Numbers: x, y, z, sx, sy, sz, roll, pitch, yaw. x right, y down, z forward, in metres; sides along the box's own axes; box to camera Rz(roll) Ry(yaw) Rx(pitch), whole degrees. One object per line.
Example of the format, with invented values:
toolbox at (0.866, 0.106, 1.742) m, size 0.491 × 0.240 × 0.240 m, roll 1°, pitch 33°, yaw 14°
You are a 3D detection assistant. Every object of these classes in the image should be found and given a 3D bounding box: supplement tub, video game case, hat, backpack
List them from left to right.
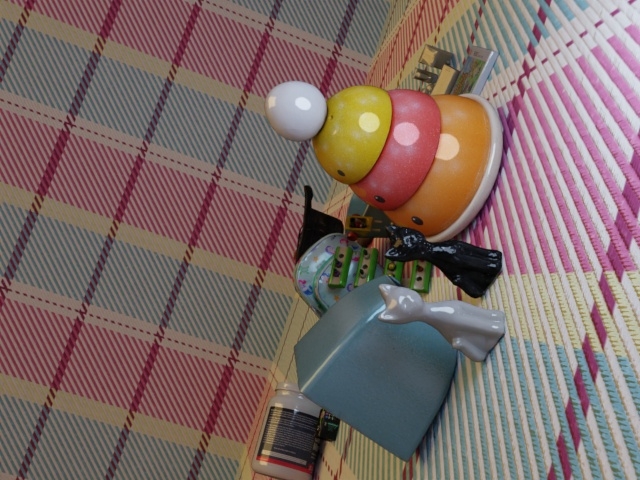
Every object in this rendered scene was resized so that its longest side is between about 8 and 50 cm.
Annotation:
supplement tub at (-0.091, 0.596, 1.812) m, size 0.191 × 0.191 × 0.272 m, roll 126°, pitch 162°, yaw -64°
hat at (0.000, 0.000, 1.751) m, size 0.331 × 0.134 × 0.331 m, roll 6°, pitch -90°, yaw -88°
backpack at (0.055, 0.110, 1.558) m, size 0.225 × 0.253 × 0.191 m, roll -45°, pitch -3°, yaw -10°
video game case at (0.385, -0.401, 1.541) m, size 0.193 × 0.023 × 0.212 m, roll -91°, pitch 21°, yaw -68°

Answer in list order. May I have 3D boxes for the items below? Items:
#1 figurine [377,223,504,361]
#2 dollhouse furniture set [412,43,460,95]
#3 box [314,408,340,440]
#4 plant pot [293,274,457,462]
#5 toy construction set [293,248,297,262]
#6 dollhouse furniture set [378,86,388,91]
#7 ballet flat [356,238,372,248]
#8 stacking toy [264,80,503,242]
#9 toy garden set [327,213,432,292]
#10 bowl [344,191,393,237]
figurine at (0.198, 0.080, 1.004) m, size 0.092 × 0.209 × 0.215 m, roll 118°, pitch 168°, yaw -49°
dollhouse furniture set at (0.379, -0.490, 1.781) m, size 0.151 × 0.123 × 0.144 m, roll 46°, pitch 123°, yaw 42°
box at (0.021, 0.534, 1.701) m, size 0.062 × 0.052 × 0.083 m, roll 127°, pitch 160°, yaw -64°
plant pot at (0.123, 0.215, 1.141) m, size 0.252 × 0.248 × 0.247 m, roll -54°, pitch 9°, yaw 5°
toy construction set at (-0.005, 0.156, 2.077) m, size 0.309 × 0.257 × 0.237 m, roll -150°, pitch 71°, yaw -71°
dollhouse furniture set at (0.220, -0.366, 1.916) m, size 0.262 × 0.135 × 0.259 m, roll 122°, pitch 164°, yaw -56°
ballet flat at (0.128, 0.034, 2.128) m, size 0.084 × 0.058 × 0.250 m, roll -78°, pitch 11°, yaw -47°
stacking toy at (0.101, -0.211, 1.238) m, size 0.350 × 0.480 × 0.350 m, roll -48°, pitch 33°, yaw 46°
toy garden set at (0.148, 0.020, 1.415) m, size 0.049 × 0.244 × 0.203 m, roll 60°, pitch -143°, yaw -52°
bowl at (0.198, -0.131, 1.671) m, size 0.311 × 0.163 × 0.311 m, roll -161°, pitch 90°, yaw -83°
